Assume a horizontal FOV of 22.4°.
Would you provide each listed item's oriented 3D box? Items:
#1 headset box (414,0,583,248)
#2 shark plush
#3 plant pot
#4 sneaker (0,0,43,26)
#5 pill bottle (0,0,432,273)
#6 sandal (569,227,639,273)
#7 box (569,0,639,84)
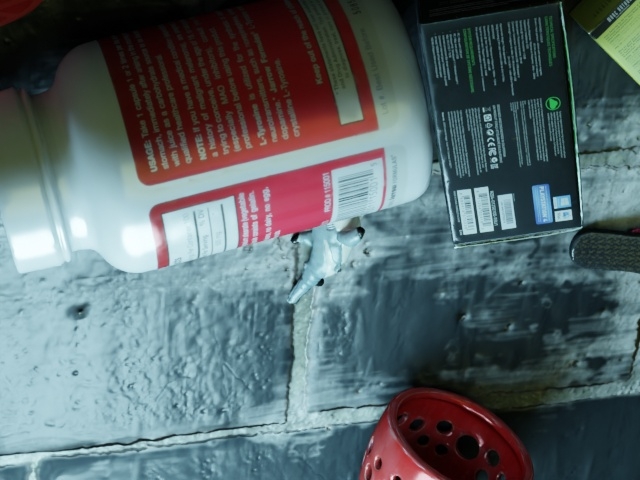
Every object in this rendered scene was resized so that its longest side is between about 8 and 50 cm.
[{"bbox_3d":[0.168,-0.176,1.589,0.131,0.283,0.246,-8,122,5],"label":"headset box"},{"bbox_3d":[0.000,0.000,1.787,0.067,0.073,0.161,21,134,-7],"label":"shark plush"},{"bbox_3d":[0.129,0.296,1.910,0.191,0.191,0.174,15,120,-25],"label":"plant pot"},{"bbox_3d":[-0.354,-0.199,1.486,0.221,0.128,0.087,-15,124,-8],"label":"sneaker"},{"bbox_3d":[-0.115,-0.101,1.564,0.407,0.229,0.229,-15,123,-9],"label":"pill bottle"},{"bbox_3d":[0.381,0.011,1.914,0.179,0.040,0.067,8,112,-6],"label":"sandal"},{"bbox_3d":[0.379,-0.200,1.769,0.232,0.058,0.087,36,104,-31],"label":"box"}]
